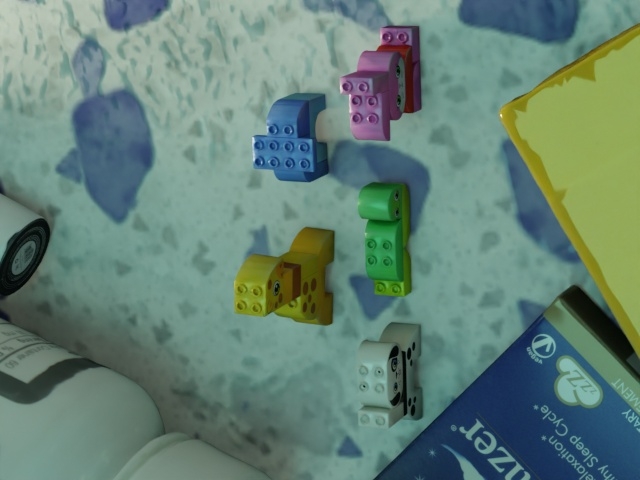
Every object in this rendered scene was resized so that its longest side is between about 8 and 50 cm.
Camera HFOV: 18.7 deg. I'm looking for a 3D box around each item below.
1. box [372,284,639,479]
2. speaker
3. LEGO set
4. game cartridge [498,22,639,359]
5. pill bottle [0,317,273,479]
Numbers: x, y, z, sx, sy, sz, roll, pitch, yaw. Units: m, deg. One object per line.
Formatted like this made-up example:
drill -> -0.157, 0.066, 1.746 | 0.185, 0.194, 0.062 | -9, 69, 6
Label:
box -> 0.112, 0.149, 1.088 | 0.136, 0.036, 0.225 | 46, 118, 8
speaker -> -0.237, -0.021, 1.199 | 0.136, 0.055, 0.055 | 28, 113, 16
LEGO set -> 0.000, 0.000, 1.069 | 0.087, 0.093, 0.227 | 4, 105, 25
game cartridge -> 0.287, 0.003, 0.948 | 0.285, 0.052, 0.324 | -30, 91, 22
pill bottle -> -0.221, 0.143, 1.149 | 0.361, 0.204, 0.204 | 23, 112, 19
